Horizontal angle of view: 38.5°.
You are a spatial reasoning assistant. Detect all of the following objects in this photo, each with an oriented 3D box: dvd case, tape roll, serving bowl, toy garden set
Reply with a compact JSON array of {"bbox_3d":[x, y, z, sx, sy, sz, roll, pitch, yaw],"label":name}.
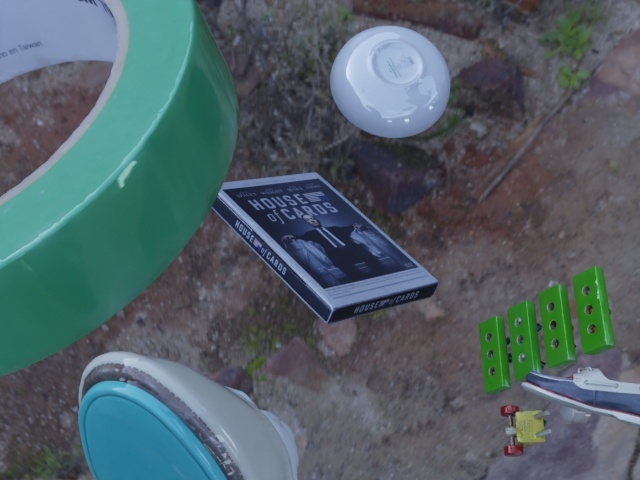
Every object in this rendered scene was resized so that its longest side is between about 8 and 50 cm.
[{"bbox_3d":[0.000,0.000,1.079,0.179,0.030,0.238,-10,44,-44],"label":"dvd case"},{"bbox_3d":[-0.213,-0.063,0.576,0.321,0.077,0.321,-11,50,13],"label":"tape roll"},{"bbox_3d":[0.049,-0.112,0.618,0.083,0.027,0.083,3,69,-7],"label":"serving bowl"},{"bbox_3d":[0.318,0.175,1.250,0.049,0.244,0.204,12,62,-26],"label":"toy garden set"}]

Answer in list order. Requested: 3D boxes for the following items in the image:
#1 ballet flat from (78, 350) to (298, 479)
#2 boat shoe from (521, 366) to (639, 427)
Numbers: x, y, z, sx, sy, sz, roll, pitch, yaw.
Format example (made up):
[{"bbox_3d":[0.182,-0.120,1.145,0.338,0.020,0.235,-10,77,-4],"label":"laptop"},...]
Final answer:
[{"bbox_3d":[-0.039,0.128,0.417,0.086,0.248,0.086,-8,33,6],"label":"ballet flat"},{"bbox_3d":[0.257,0.140,0.849,0.137,0.049,0.043,12,80,22],"label":"boat shoe"}]
